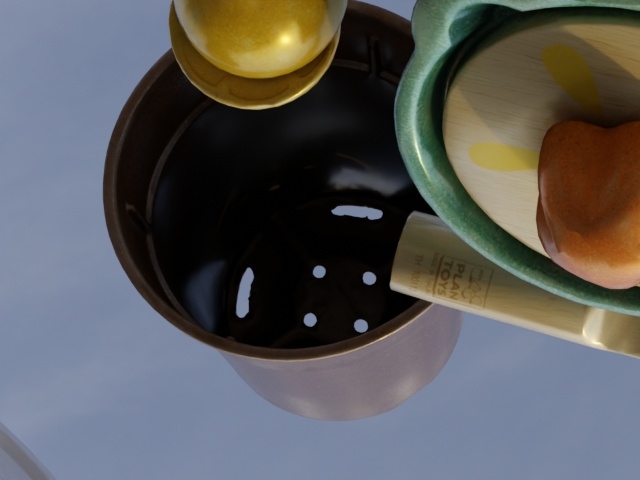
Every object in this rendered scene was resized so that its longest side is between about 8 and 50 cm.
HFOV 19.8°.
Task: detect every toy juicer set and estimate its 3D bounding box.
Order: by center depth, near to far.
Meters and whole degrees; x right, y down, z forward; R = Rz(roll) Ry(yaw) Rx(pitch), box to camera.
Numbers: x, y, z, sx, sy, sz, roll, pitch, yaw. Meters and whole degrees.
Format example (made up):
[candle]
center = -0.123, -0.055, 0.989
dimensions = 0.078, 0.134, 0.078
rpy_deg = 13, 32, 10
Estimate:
[toy juicer set]
center = 0.055, -0.028, 0.532
dimensions = 0.209, 0.089, 0.329
rpy_deg = 3, -39, 25

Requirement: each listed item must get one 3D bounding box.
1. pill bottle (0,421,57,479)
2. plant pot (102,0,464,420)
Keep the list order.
[pill bottle]
center = -0.199, 0.161, 0.704
dimensions = 0.221, 0.121, 0.121
rpy_deg = -44, -102, -2
[plant pot]
center = 0.000, 0.000, 0.838
dimensions = 0.167, 0.165, 0.167
rpy_deg = -3, -111, 7
